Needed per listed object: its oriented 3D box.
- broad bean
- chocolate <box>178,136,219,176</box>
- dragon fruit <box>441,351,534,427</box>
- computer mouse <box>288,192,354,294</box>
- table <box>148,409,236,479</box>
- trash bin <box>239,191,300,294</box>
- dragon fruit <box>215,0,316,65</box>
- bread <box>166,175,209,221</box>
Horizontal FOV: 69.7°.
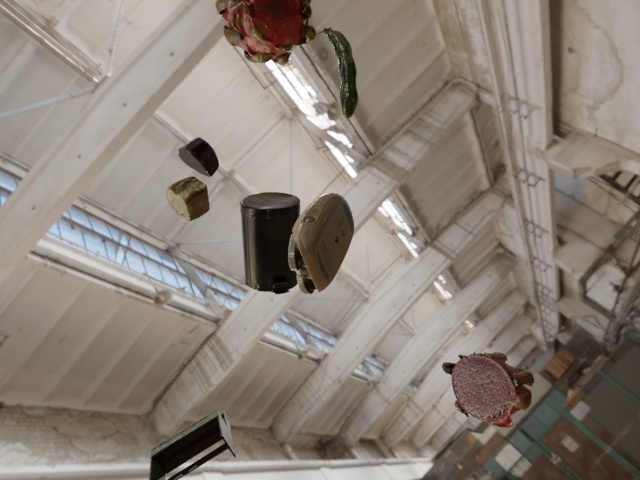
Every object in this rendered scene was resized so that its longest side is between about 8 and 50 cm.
[{"bbox_3d":[0.049,-0.374,1.002,0.039,0.226,0.069,2,-22,-46],"label":"broad bean"},{"bbox_3d":[-0.369,-0.267,1.436,0.080,0.125,0.149,-56,9,-17],"label":"chocolate"},{"bbox_3d":[0.264,0.226,0.708,0.068,0.112,0.126,6,-21,-41],"label":"dragon fruit"},{"bbox_3d":[0.000,0.000,0.973,0.236,0.082,0.145,-62,-39,-41],"label":"computer mouse"},{"bbox_3d":[-0.251,0.402,0.901,0.146,0.175,0.062,-29,-77,-13],"label":"table"},{"bbox_3d":[-0.170,0.003,1.590,0.203,0.252,0.301,-7,-67,-19],"label":"trash bin"},{"bbox_3d":[-0.152,-0.604,1.211,0.228,0.307,0.243,-17,-9,-30],"label":"dragon fruit"},{"bbox_3d":[-0.298,-0.097,1.047,0.070,0.077,0.083,-41,-26,-34],"label":"bread"}]
